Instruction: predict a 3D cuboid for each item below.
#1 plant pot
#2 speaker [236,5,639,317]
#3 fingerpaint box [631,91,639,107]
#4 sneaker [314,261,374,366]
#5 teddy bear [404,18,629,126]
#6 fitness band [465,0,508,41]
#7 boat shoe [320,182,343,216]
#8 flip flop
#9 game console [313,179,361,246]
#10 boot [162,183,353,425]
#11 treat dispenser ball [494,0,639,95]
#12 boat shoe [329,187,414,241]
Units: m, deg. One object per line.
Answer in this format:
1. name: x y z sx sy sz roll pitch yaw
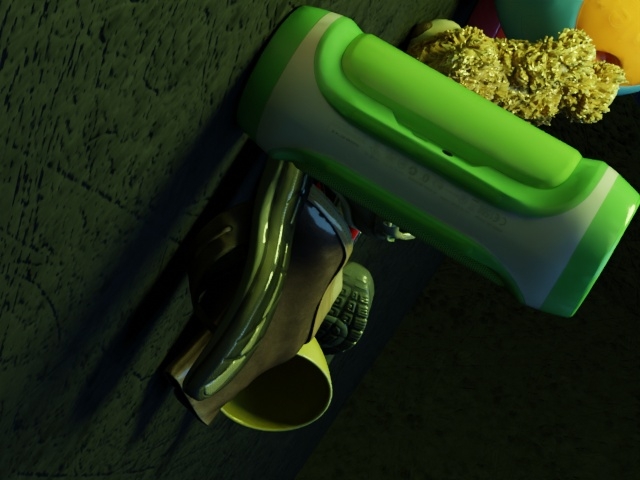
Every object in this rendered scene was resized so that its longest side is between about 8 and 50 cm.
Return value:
1. plant pot: -0.052 0.134 1.724 0.095 0.134 0.134 -86 -165 -48
2. speaker: 0.088 -0.061 1.173 0.131 0.296 0.131 -58 172 -13
3. fingerpaint box: 0.514 -0.389 2.127 0.163 0.445 0.371 -15 150 -24
4. sneaker: -0.003 0.099 1.999 0.286 0.109 0.130 -54 -175 50
5. teddy bear: 0.206 -0.191 1.782 0.245 0.338 0.113 -5 -94 62
6. fitness band: 0.275 -0.357 2.182 0.291 0.054 0.209 -58 170 -15
7. boat shoe: 0.025 -0.097 1.483 0.219 0.070 0.078 105 10 -49
8. flip flop: -0.067 0.000 1.284 0.112 0.080 0.277 73 33 -79
9. game console: 0.000 0.000 1.657 0.144 0.124 0.085 -59 146 -5
10. boot: -0.064 0.060 1.457 0.207 0.090 0.248 -44 153 -18
11. treat dispenser ball: 0.362 -0.327 1.943 0.288 0.288 0.288 -58 172 -13
12. boat shoe: 0.079 -0.045 1.422 0.109 0.091 0.305 -55 163 -1
